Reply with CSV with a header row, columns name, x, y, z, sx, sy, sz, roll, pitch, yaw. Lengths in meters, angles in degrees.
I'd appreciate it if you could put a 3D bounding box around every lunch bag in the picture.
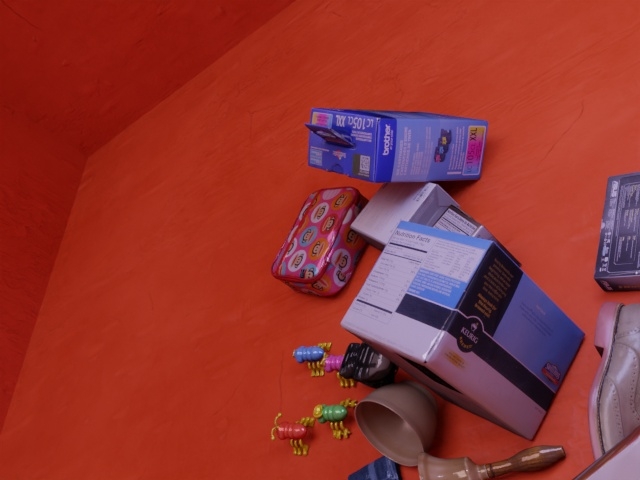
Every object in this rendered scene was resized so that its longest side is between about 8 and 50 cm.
name,x,y,z,sx,sy,sz,roll,pitch,yaw
lunch bag,0.000,0.000,1.891,0.258,0.120,0.293,2,60,53

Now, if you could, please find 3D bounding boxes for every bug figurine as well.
name,x,y,z,sx,sy,sz,roll,pitch,yaw
bug figurine,-0.008,0.343,1.637,0.216,0.072,0.279,-16,49,39

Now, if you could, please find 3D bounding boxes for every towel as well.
name,x,y,z,sx,sy,sz,roll,pitch,yaw
towel,0.106,0.477,1.435,0.119,0.029,0.067,-36,38,21

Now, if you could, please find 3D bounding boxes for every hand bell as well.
name,x,y,z,sx,sy,sz,roll,pitch,yaw
hand bell,0.305,0.397,1.247,0.242,0.126,0.126,-23,44,17

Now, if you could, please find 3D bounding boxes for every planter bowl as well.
name,x,y,z,sx,sy,sz,roll,pitch,yaw
planter bowl,0.162,0.342,1.399,0.162,0.162,0.109,-1,31,47

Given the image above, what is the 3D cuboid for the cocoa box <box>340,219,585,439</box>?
name,x,y,z,sx,sy,sz,roll,pitch,yaw
cocoa box,0.259,0.157,1.270,0.231,0.347,0.228,17,72,53

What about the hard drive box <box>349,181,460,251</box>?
name,x,y,z,sx,sy,sz,roll,pitch,yaw
hard drive box,0.194,-0.055,1.696,0.181,0.089,0.232,-52,24,-2

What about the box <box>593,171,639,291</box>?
name,x,y,z,sx,sy,sz,roll,pitch,yaw
box,0.606,-0.024,1.293,0.183,0.056,0.231,-8,55,43

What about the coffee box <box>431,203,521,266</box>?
name,x,y,z,sx,sy,sz,roll,pitch,yaw
coffee box,0.250,0.097,1.485,0.297,0.168,0.119,-49,36,3

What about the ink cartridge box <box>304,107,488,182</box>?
name,x,y,z,sx,sy,sz,roll,pitch,yaw
ink cartridge box,0.152,-0.225,1.668,0.270,0.395,0.151,22,113,53

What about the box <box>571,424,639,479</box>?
name,x,y,z,sx,sy,sz,roll,pitch,yaw
box,0.378,0.405,0.951,0.345,0.215,0.168,-50,64,22

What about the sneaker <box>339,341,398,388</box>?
name,x,y,z,sx,sy,sz,roll,pitch,yaw
sneaker,0.117,0.251,1.460,0.267,0.106,0.101,136,157,-78

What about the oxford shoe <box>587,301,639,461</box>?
name,x,y,z,sx,sy,sz,roll,pitch,yaw
oxford shoe,0.503,0.248,1.124,0.130,0.123,0.348,-8,56,36
